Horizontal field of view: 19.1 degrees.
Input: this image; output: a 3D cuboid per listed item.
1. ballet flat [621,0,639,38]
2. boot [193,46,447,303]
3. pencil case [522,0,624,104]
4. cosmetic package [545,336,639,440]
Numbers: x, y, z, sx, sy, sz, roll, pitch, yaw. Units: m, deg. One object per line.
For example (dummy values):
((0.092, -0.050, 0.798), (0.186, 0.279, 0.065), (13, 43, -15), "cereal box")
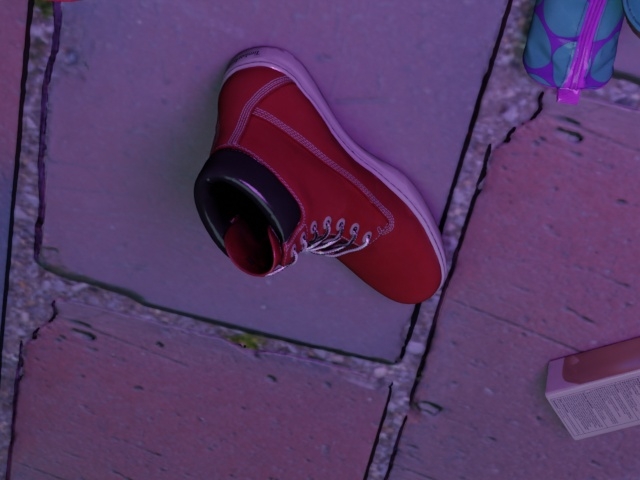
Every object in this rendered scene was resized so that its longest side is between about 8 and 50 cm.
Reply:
((0.317, -0.223, 1.144), (0.316, 0.106, 0.107), (-41, 76, 33), "ballet flat")
((0.000, 0.000, 1.375), (0.088, 0.176, 0.244), (-26, 123, 29), "boot")
((0.177, -0.168, 1.253), (0.064, 0.070, 0.151), (3, 135, -7), "pencil case")
((0.242, 0.114, 1.512), (0.115, 0.041, 0.060), (-17, 125, 26), "cosmetic package")
